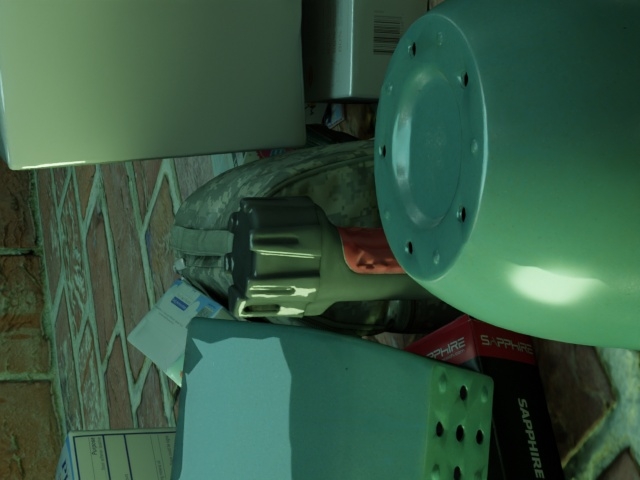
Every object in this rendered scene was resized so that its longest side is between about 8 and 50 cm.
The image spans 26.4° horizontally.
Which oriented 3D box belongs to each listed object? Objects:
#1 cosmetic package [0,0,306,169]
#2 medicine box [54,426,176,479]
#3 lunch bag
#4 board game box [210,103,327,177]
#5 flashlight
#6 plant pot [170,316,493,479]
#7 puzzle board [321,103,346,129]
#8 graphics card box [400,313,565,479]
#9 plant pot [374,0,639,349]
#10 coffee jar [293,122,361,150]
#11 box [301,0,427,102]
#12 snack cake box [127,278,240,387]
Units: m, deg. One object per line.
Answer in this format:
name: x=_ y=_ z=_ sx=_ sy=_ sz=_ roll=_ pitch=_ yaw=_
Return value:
cosmetic package: x=-0.229 y=-0.274 z=1.572 sx=0.394 sy=0.328 sz=0.329 roll=-151 pitch=57 yaw=-69
medicine box: x=-0.213 y=0.410 z=1.932 sx=0.149 sy=0.289 sz=0.263 roll=111 pitch=152 yaw=-44
lunch bag: x=0.000 y=0.000 z=1.401 sx=0.305 sy=0.256 sz=0.212 roll=-176 pitch=86 yaw=-70
board game box: x=-0.076 y=-0.195 z=1.816 sx=0.303 sy=0.098 sz=0.224 roll=110 pitch=153 yaw=-51
flashlight: x=0.078 y=0.001 z=1.120 sx=0.103 sy=0.304 sz=0.103 roll=121 pitch=145 yaw=-52
plant pot: x=0.019 y=0.158 z=1.169 sx=0.234 sy=0.166 sz=0.165 roll=-3 pitch=76 yaw=36
puzzle board: x=0.007 y=-0.204 z=1.735 sx=0.096 sy=0.011 sz=0.128 roll=154 pitch=114 yaw=-68
graphics card box: x=0.116 y=0.280 z=1.216 sx=0.233 sy=0.094 sz=0.370 roll=-33 pitch=56 yaw=38
plant pot: x=0.176 y=-0.060 z=0.952 sx=0.293 sy=0.235 sz=0.292 roll=179 pitch=90 yaw=-70
coffee jar: x=-0.005 y=-0.038 z=1.612 sx=0.096 sy=0.079 sz=0.184 roll=34 pitch=110 yaw=47
box: x=0.044 y=-0.219 z=1.518 sx=0.170 sy=0.091 sz=0.130 roll=-169 pitch=79 yaw=-69
snack cake box: x=-0.062 y=0.165 z=1.414 sx=0.089 sy=0.264 sz=0.152 roll=-49 pitch=24 yaw=-9
